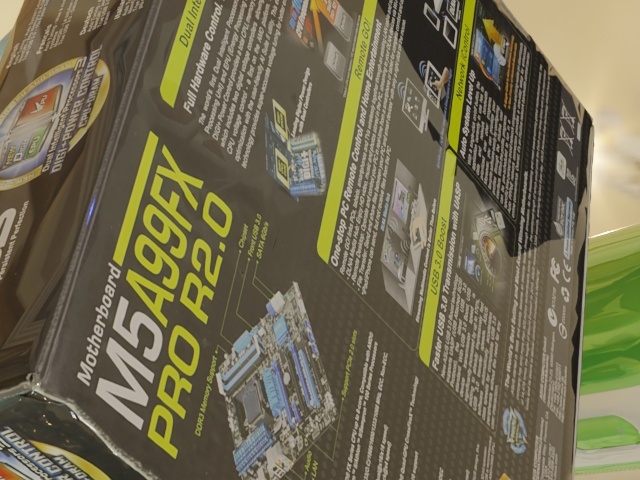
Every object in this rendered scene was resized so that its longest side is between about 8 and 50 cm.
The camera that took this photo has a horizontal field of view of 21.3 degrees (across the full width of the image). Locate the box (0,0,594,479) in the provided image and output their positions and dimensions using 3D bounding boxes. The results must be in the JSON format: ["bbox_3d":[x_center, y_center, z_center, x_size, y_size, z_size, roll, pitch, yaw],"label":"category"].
[{"bbox_3d":[0.000,0.000,0.501,0.060,0.216,0.270,-20,-138,31],"label":"box"}]

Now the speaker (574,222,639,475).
[{"bbox_3d":[0.157,0.053,0.840,0.296,0.131,0.131,-21,-113,60],"label":"speaker"}]

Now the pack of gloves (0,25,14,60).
[{"bbox_3d":[-0.131,-0.124,0.936,0.232,0.046,0.195,-62,-145,28],"label":"pack of gloves"}]
